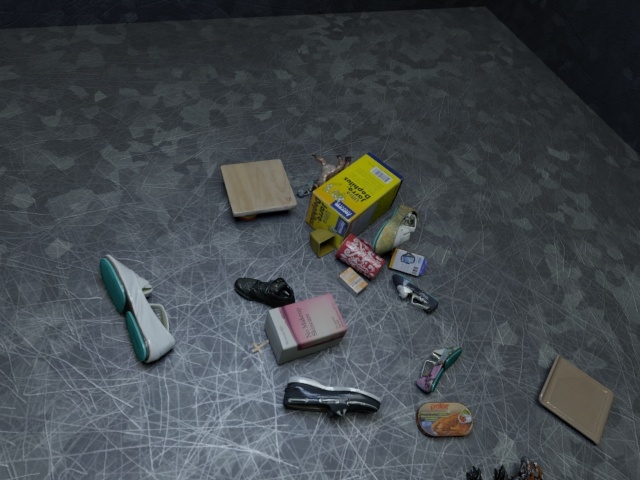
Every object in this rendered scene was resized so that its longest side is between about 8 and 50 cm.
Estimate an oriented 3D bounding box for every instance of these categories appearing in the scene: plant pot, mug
[{"bbox_3d":[0.000,0.000,1.810,0.081,0.081,0.083,-28,52,-28],"label":"plant pot"},{"bbox_3d":[0.166,0.054,1.782,0.169,0.113,0.150,37,63,12],"label":"mug"}]

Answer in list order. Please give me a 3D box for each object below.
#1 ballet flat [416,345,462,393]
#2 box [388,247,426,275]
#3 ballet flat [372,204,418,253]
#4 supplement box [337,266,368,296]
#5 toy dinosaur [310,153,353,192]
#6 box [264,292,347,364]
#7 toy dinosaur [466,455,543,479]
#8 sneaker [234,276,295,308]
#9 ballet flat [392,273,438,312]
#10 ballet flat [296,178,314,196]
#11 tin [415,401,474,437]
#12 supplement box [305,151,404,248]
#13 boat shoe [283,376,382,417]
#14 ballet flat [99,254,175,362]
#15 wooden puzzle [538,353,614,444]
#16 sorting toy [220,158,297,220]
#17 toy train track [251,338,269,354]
[{"bbox_3d":[0.401,0.426,1.588,0.079,0.077,0.221,26,51,33],"label":"ballet flat"},{"bbox_3d":[0.344,0.085,1.818,0.136,0.081,0.028,17,8,-1],"label":"box"},{"bbox_3d":[0.312,-0.044,1.835,0.123,0.123,0.348,29,36,10],"label":"ballet flat"},{"bbox_3d":[0.121,0.156,1.743,0.062,0.036,0.098,-36,68,-30],"label":"supplement box"},{"bbox_3d":[0.058,-0.263,1.983,0.127,0.200,0.296,9,9,44],"label":"toy dinosaur"},{"bbox_3d":[-0.052,0.291,1.546,0.232,0.127,0.148,-13,59,-24],"label":"box"},{"bbox_3d":[0.549,0.761,1.326,0.218,0.164,0.322,41,34,-1],"label":"toy dinosaur"},{"bbox_3d":[-0.192,0.164,1.617,0.228,0.130,0.087,23,51,8],"label":"sneaker"},{"bbox_3d":[0.346,0.202,1.738,0.203,0.074,0.074,35,55,11],"label":"ballet flat"},{"bbox_3d":[-0.057,-0.222,1.990,0.041,0.041,0.114,35,55,14],"label":"ballet flat"},{"bbox_3d":[0.399,0.576,1.492,0.190,0.040,0.106,3,58,-9],"label":"tin"},{"bbox_3d":[0.139,-0.165,1.884,0.195,0.194,0.356,40,56,17],"label":"supplement box"},{"bbox_3d":[0.035,0.502,1.432,0.303,0.114,0.091,7,51,9],"label":"boat shoe"},{"bbox_3d":[-0.593,0.211,1.515,0.139,0.139,0.400,-24,66,-26],"label":"ballet flat"},{"bbox_3d":[0.889,0.549,1.614,0.239,0.044,0.221,38,55,11],"label":"wooden puzzle"},{"bbox_3d":[-0.257,-0.199,1.894,0.256,0.089,0.257,-10,57,-18],"label":"sorting toy"},{"bbox_3d":[-0.195,0.348,1.551,0.083,0.014,0.048,-32,66,-30],"label":"toy train track"}]
